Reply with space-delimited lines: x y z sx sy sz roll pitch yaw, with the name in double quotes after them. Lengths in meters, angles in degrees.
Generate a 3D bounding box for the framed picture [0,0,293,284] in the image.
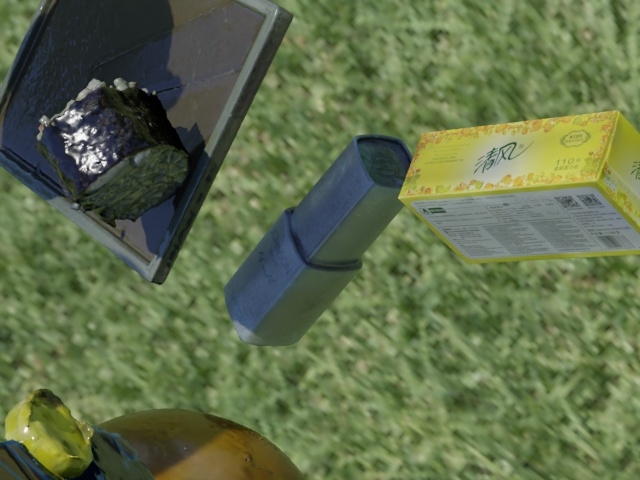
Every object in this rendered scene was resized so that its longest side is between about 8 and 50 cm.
-0.164 -0.128 1.542 0.324 0.020 0.241 31 98 48 "framed picture"

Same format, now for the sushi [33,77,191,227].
-0.151 -0.066 1.387 0.090 0.150 0.078 -39 76 9 "sushi"

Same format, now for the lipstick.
0.000 0.000 1.753 0.253 0.077 0.079 -52 48 42 "lipstick"

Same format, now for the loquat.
-0.123 0.268 1.521 0.263 0.263 0.263 -16 57 26 "loquat"

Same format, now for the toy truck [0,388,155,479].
-0.191 0.189 0.955 0.161 0.385 0.162 -41 76 12 "toy truck"

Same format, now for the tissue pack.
0.155 -0.036 1.326 0.176 0.095 0.062 -4 56 44 "tissue pack"
